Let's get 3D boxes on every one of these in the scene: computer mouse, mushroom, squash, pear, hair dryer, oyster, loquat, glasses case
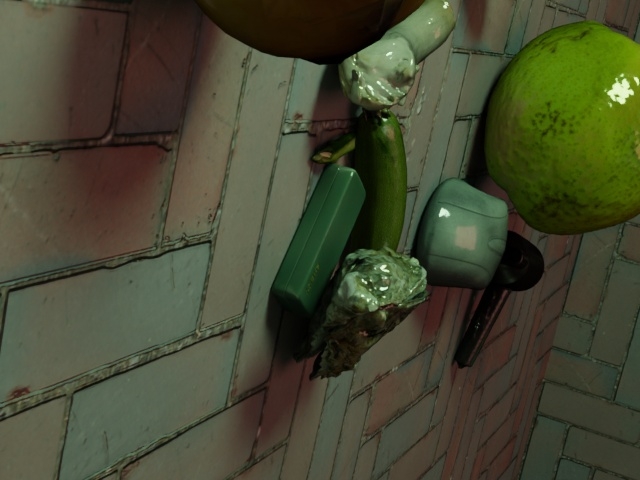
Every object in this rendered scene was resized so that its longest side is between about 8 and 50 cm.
[{"bbox_3d":[0.266,0.000,1.951,0.371,0.122,0.188,11,96,-72],"label":"computer mouse"},{"bbox_3d":[0.093,-0.234,1.373,0.096,0.099,0.278,-55,177,36],"label":"mushroom"},{"bbox_3d":[0.075,-0.059,1.485,0.071,0.080,0.318,-111,-158,-56],"label":"squash"},{"bbox_3d":[0.462,-0.189,1.988,0.391,0.391,0.391,-50,149,-46],"label":"pear"},{"bbox_3d":[0.339,0.125,2.258,0.302,0.116,0.244,-67,157,3],"label":"hair dryer"},{"bbox_3d":[0.047,0.082,1.386,0.198,0.112,0.268,-41,177,-35],"label":"oyster"},{"bbox_3d":[-0.008,-0.260,0.908,0.235,0.235,0.235,-50,149,-46],"label":"loquat"},{"bbox_3d":[0.000,0.000,1.380,0.184,0.039,0.078,-66,158,-18],"label":"glasses case"}]

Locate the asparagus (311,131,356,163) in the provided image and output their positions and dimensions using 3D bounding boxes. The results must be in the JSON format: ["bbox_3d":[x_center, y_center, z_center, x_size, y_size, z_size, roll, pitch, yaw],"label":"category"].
[{"bbox_3d":[0.018,-0.111,1.367,0.108,0.021,0.025,-36,139,-57],"label":"asparagus"}]
